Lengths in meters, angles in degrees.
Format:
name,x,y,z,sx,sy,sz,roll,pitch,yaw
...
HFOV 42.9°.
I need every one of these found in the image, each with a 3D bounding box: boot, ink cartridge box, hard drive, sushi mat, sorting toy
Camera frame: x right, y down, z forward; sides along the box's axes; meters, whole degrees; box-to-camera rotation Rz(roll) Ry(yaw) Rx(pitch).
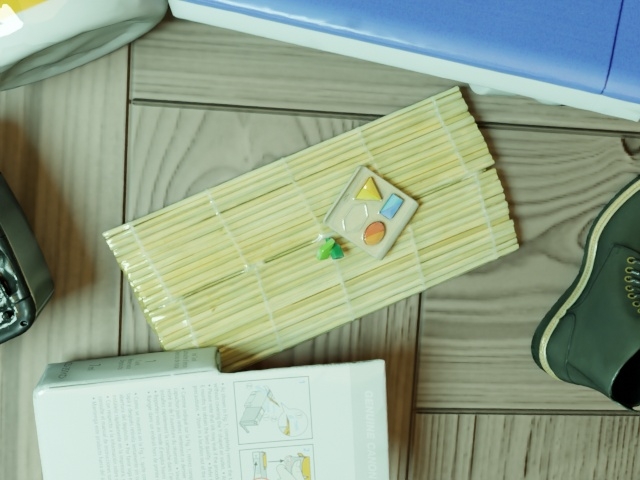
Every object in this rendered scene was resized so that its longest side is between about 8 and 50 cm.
name,x,y,z,sx,sy,sz,roll,pitch,yaw
boot,0.263,0.041,0.653,0.077,0.137,0.198,26,92,-11
ink cartridge box,-0.076,0.234,0.654,0.261,0.066,0.296,-4,102,-7
hard drive,0.079,-0.215,0.563,0.319,0.040,0.210,14,72,7
sushi mat,0.000,0.000,0.669,0.317,0.019,0.151,-23,100,-5
sorting toy,0.034,-0.011,0.656,0.062,0.012,0.083,33,92,-12

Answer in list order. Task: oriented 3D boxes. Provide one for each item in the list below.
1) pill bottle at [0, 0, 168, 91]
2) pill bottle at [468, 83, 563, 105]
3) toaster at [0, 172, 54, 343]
name,x,y,z,sx,sy,sz,roll,pitch,yaw
pill bottle,-0.225,-0.252,0.534,0.162,0.162,0.278,-24,99,-5
pill bottle,0.224,-0.164,0.632,0.209,0.119,0.119,-2,97,-8
toaster,-0.295,0.009,0.581,0.186,0.110,0.168,-26,100,-4
